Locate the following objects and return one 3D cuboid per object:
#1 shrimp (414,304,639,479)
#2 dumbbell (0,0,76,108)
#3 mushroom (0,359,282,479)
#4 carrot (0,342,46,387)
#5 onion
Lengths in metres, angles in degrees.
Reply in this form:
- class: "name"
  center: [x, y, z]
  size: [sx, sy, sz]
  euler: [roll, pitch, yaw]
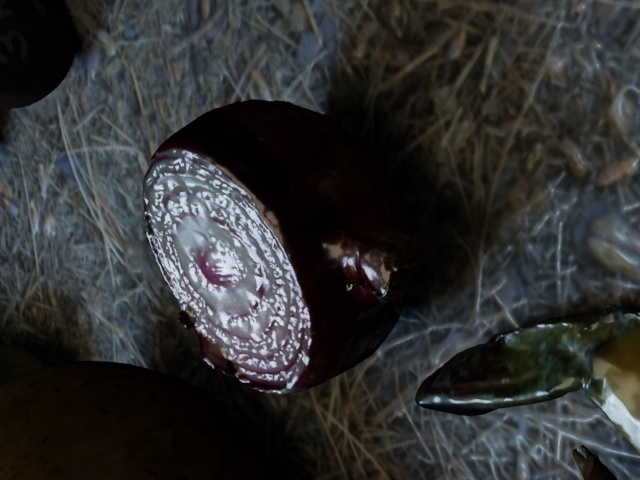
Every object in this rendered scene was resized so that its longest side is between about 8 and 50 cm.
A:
- class: "shrimp"
  center: [0.121, 0.173, 0.907]
  size: [0.445, 0.085, 0.272]
  euler: [-1, 99, 46]
- class: "dumbbell"
  center: [-0.310, -0.138, 1.242]
  size: [0.225, 0.124, 0.140]
  euler: [-36, 76, 50]
- class: "mushroom"
  center: [-0.146, 0.282, 1.176]
  size: [0.331, 0.356, 0.334]
  euler: [30, 89, 41]
- class: "carrot"
  center: [-0.347, 0.174, 1.405]
  size: [0.302, 0.138, 0.139]
  euler: [-25, 85, 51]
- class: "onion"
  center: [0.000, 0.000, 0.929]
  size: [0.218, 0.140, 0.195]
  euler: [-1, 108, 49]
